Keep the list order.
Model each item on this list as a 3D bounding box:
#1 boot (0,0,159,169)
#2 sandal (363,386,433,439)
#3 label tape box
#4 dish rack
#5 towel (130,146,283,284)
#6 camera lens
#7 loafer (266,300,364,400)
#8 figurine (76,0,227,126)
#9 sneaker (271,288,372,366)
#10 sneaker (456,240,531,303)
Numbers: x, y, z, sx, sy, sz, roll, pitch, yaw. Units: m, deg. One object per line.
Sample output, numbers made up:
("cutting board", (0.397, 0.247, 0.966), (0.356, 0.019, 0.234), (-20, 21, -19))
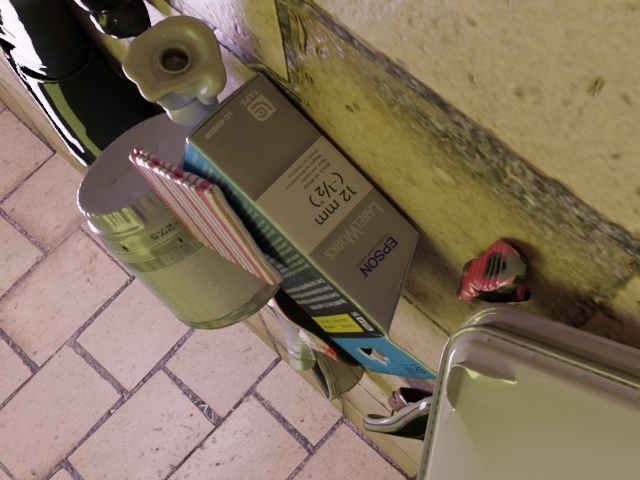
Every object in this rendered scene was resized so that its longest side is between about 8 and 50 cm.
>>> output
("boot", (-0.358, -0.275, 1.107), (0.367, 0.146, 0.445), (41, 163, 5))
("sandal", (0.173, 0.295, 1.386), (0.120, 0.086, 0.303), (15, 156, -17))
("label tape box", (0.000, 0.000, 0.906), (0.348, 0.115, 0.249), (43, 167, -4))
("dish rack", (0.196, 0.218, 0.603), (0.072, 0.285, 0.333), (2, -169, -44))
("towel", (-0.127, -0.033, 0.888), (0.197, 0.029, 0.144), (26, 157, 48))
("camera lens", (-0.185, -0.021, 1.153), (0.219, 0.219, 0.274), (28, 160, 50))
("loafer", (-0.023, 0.227, 1.691), (0.319, 0.111, 0.112), (51, 165, -30))
("figurine", (-0.177, -0.210, 0.829), (0.215, 0.092, 0.209), (52, 176, 0))
("sneaker", (-0.032, 0.119, 1.426), (0.270, 0.090, 0.145), (46, 165, -21))
("sneaker", (0.163, 0.035, 0.695), (0.057, 0.047, 0.119), (22, 168, -4))
